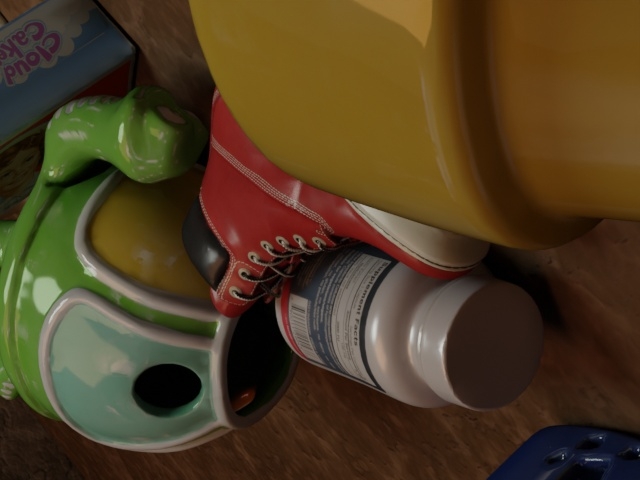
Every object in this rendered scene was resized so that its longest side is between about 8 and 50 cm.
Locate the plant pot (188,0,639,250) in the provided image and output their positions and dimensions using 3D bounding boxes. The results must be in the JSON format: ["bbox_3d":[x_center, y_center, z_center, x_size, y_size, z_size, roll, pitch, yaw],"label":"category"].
[{"bbox_3d":[0.130,-0.104,0.359,0.239,0.254,0.254,19,144,27],"label":"plant pot"}]

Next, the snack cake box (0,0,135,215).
[{"bbox_3d":[-0.289,-0.089,1.145,0.089,0.264,0.152,48,158,11],"label":"snack cake box"}]

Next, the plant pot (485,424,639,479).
[{"bbox_3d":[0.188,0.258,0.801,0.236,0.236,0.212,55,151,-7],"label":"plant pot"}]

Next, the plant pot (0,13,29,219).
[{"bbox_3d":[-0.477,-0.098,1.451,0.334,0.305,0.334,42,157,23],"label":"plant pot"}]

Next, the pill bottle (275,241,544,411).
[{"bbox_3d":[0.059,0.051,0.886,0.180,0.108,0.108,16,139,56],"label":"pill bottle"}]

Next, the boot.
[{"bbox_3d":[0.000,0.000,0.849,0.244,0.088,0.176,40,122,42],"label":"boot"}]

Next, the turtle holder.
[{"bbox_3d":[-0.132,0.025,1.118,0.227,0.243,0.320,20,104,29],"label":"turtle holder"}]
